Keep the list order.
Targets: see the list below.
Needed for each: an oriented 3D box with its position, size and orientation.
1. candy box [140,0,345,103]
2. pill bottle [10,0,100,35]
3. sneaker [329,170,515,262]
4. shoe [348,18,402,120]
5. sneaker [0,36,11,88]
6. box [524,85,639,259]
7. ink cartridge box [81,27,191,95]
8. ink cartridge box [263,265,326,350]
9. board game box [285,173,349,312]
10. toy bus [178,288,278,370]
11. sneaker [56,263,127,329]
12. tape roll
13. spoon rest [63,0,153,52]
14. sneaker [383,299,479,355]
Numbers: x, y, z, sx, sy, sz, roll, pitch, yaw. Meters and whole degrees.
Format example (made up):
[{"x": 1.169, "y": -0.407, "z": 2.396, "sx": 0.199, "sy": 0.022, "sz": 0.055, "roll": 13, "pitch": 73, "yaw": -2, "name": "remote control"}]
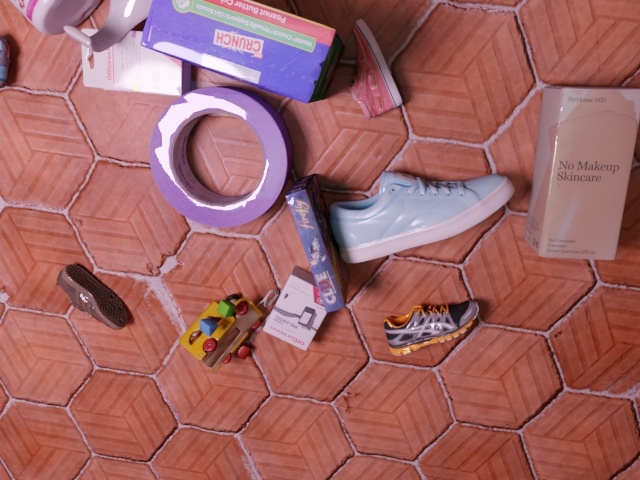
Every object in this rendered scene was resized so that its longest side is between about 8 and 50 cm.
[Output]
[{"x": -0.107, "y": -0.331, "z": 0.937, "sx": 0.268, "sy": 0.317, "sz": 0.122, "roll": 20, "pitch": 108, "yaw": -1, "name": "candy box"}, {"x": -0.548, "y": -0.534, "z": 1.002, "sx": 0.160, "sy": 0.160, "sz": 0.283, "roll": -41, "pitch": 99, "yaw": 15, "name": "pill bottle"}, {"x": 0.185, "y": -0.077, "z": 1.082, "sx": 0.366, "sy": 0.135, "sz": 0.150, "roll": -21, "pitch": 107, "yaw": 11, "name": "sneaker"}, {"x": 0.084, "y": -0.321, "z": 1.054, "sx": 0.081, "sy": 0.063, "sz": 0.178, "roll": -26, "pitch": 107, "yaw": 7, "name": "shoe"}, {"x": -0.744, "y": -0.399, "z": 1.111, "sx": 0.262, "sy": 0.104, "sz": 0.125, "roll": 18, "pitch": 90, "yaw": -4, "name": "sneaker"}, {"x": 0.486, "y": -0.130, "z": 1.042, "sx": 0.148, "sy": 0.121, "sz": 0.311, "roll": 1, "pitch": 107, "yaw": 6, "name": "box"}, {"x": -0.359, "y": -0.350, "z": 1.088, "sx": 0.198, "sy": 0.067, "sz": 0.115, "roll": 6, "pitch": 107, "yaw": 2, "name": "ink cartridge box"}, {"x": -0.044, "y": 0.150, "z": 1.210, "sx": 0.109, "sy": 0.063, "sz": 0.150, "roll": 26, "pitch": 107, "yaw": -3, "name": "ink cartridge box"}, {"x": 0.000, "y": 0.000, "z": 1.108, "sx": 0.042, "sy": 0.165, "sz": 0.243, "roll": -16, "pitch": 104, "yaw": 10, "name": "board game box"}, {"x": -0.214, "y": 0.180, "z": 1.212, "sx": 0.104, "sy": 0.202, "sz": 0.191, "roll": 33, "pitch": 118, "yaw": 27, "name": "toy bus"}, {"x": -0.521, "y": 0.137, "z": 1.264, "sx": 0.188, "sy": 0.066, "sz": 0.071, "roll": 49, "pitch": 122, "yaw": -4, "name": "sneaker"}, {"x": -0.196, "y": -0.168, "z": 1.116, "sx": 0.275, "sy": 0.090, "sz": 0.275, "roll": 2, "pitch": 106, "yaw": 5, "name": "tape roll"}, {"x": -0.352, "y": -0.451, "z": 1.015, "sx": 0.137, "sy": 0.084, "sz": 0.276, "roll": 33, "pitch": 74, "yaw": 1, "name": "spoon rest"}, {"x": 0.232, "y": 0.172, "z": 1.182, "sx": 0.215, "sy": 0.084, "sz": 0.083, "roll": -26, "pitch": 98, "yaw": 13, "name": "sneaker"}]
